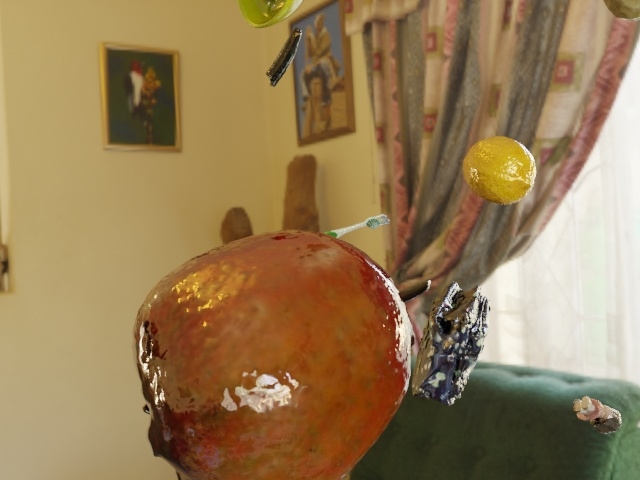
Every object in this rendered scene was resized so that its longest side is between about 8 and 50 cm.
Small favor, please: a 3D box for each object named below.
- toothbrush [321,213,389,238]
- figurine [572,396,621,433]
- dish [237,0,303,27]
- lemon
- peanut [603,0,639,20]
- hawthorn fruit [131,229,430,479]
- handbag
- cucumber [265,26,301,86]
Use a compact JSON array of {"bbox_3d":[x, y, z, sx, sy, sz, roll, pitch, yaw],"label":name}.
[{"bbox_3d":[-0.001,-0.001,1.484,0.303,0.030,0.030,-18,3,-12],"label":"toothbrush"},{"bbox_3d":[0.591,0.379,1.552,0.129,0.054,0.072,27,-47,-31],"label":"figurine"},{"bbox_3d":[-0.098,-0.602,1.602,0.108,0.263,0.221,-8,-23,-41],"label":"dish"},{"bbox_3d":[0.376,-0.152,1.539,0.142,0.142,0.187,-3,21,-28],"label":"lemon"},{"bbox_3d":[0.606,-0.592,1.452,0.120,0.299,0.136,-29,10,-33],"label":"peanut"},{"bbox_3d":[-0.024,0.122,0.782,0.368,0.285,0.284,-27,11,-26],"label":"hawthorn fruit"},{"bbox_3d":[0.231,0.169,1.256,0.113,0.162,0.260,13,20,16],"label":"handbag"},{"bbox_3d":[-0.075,-0.389,1.542,0.034,0.135,0.033,22,25,-38],"label":"cucumber"}]
